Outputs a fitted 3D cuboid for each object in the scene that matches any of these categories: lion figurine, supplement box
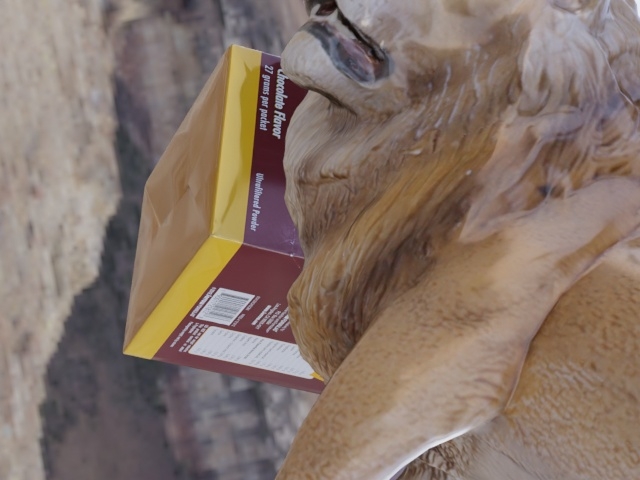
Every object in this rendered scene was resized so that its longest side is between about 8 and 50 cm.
[{"bbox_3d":[0.105,0.055,0.404,0.392,0.240,0.142,32,-19,38],"label":"lion figurine"},{"bbox_3d":[0.000,0.000,0.978,0.191,0.194,0.129,132,-33,-57],"label":"supplement box"}]
